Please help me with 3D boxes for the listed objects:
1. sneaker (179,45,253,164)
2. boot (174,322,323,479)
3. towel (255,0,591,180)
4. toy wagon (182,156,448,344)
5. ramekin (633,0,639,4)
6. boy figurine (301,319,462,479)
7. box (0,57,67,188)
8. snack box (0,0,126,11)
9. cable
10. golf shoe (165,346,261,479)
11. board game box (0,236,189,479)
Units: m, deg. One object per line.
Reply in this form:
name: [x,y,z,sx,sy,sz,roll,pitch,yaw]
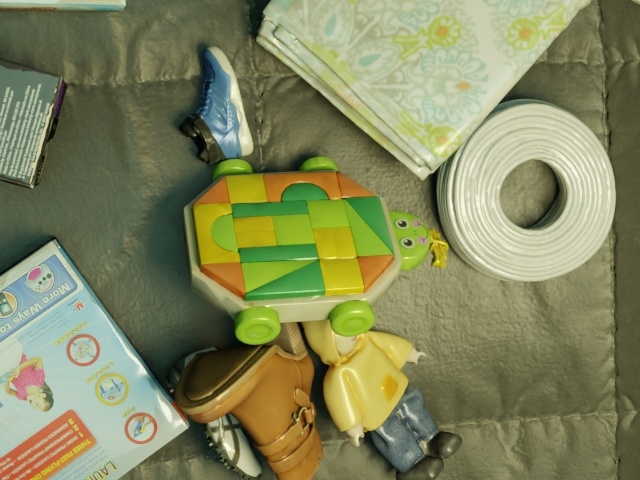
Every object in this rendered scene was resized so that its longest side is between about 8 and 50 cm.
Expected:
sneaker: [-0.150,-0.176,1.501,0.085,0.058,0.152,-19,104,-18]
boot: [-0.079,0.229,1.450,0.109,0.283,0.220,-9,105,18]
towel: [0.142,-0.313,1.508,0.320,0.090,0.374,42,89,2]
toy wagon: [0.000,0.000,1.457,0.345,0.068,0.267,-4,51,-11]
ramekin: [0.506,-0.433,1.589,0.207,0.109,0.207,-1,94,-12]
boy figurine: [0.078,0.191,1.547,0.177,0.092,0.285,-42,106,-33]
box: [-0.461,-0.167,1.385,0.270,0.165,0.143,16,90,-11]
snack box: [-0.344,-0.456,1.443,0.187,0.060,0.321,-1,94,-11]
cable: [0.288,-0.069,1.579,0.257,0.089,0.257,0,94,-11]
golf shoe: [-0.122,0.234,1.526,0.094,0.077,0.198,-35,101,-7]
board game box: [-0.382,0.204,1.467,0.308,0.086,0.302,-35,100,-7]
